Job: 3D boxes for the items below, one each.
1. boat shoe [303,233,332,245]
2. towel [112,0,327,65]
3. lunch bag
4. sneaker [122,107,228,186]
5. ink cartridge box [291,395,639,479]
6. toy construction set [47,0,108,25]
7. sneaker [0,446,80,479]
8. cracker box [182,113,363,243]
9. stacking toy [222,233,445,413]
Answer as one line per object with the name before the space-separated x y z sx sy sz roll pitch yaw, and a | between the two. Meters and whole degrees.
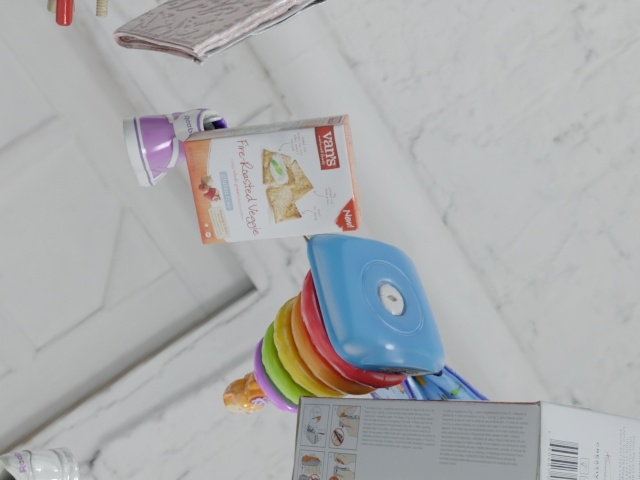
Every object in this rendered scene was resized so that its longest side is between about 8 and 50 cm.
boat shoe | 0.000 0.000 1.577 0.049 0.137 0.043 -34 176 -25
towel | -0.188 -0.435 1.941 0.332 0.053 0.317 -34 -146 -26
lunch bag | 0.150 0.225 1.660 0.138 0.293 0.221 -41 -171 -11
sneaker | -0.229 -0.152 1.653 0.161 0.102 0.282 -13 -177 -8
ink cartridge box | 0.171 0.238 1.045 0.309 0.272 0.130 -7 -108 45
toy construction set | -0.410 -0.483 1.513 0.257 0.237 0.309 -10 -144 -32
sneaker | -0.480 0.441 1.521 0.114 0.152 0.305 28 -83 41
cracker box | -0.065 -0.085 1.445 0.232 0.156 0.067 -6 -161 10
stacking toy | -0.018 0.136 1.187 0.175 0.166 0.302 13 141 -42
